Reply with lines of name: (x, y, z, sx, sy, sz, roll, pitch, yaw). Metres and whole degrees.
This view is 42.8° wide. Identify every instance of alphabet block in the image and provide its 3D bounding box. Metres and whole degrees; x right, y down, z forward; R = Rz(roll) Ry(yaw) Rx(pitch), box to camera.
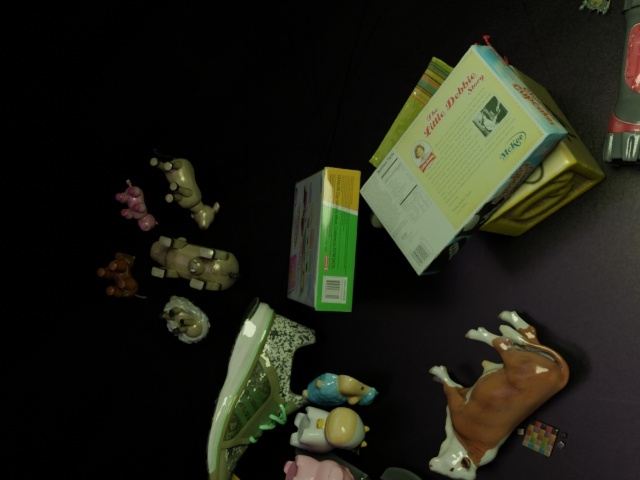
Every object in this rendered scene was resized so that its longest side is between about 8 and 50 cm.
alphabet block: (0.319, -0.141, 1.351, 0.192, 0.193, 0.197, -38, 68, 28)

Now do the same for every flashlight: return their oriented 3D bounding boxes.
flashlight: (0.512, -0.267, 1.285, 0.103, 0.103, 0.304, 8, 92, 35)

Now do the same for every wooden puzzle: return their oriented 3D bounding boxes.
wooden puzzle: (0.376, 0.336, 1.392, 0.083, 0.006, 0.049, 21, 98, 33)

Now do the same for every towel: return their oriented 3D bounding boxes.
towel: (0.188, -0.222, 1.546, 0.102, 0.021, 0.237, 42, 109, 29)

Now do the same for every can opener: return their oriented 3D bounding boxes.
can opener: (0.079, 0.451, 1.556, 0.280, 0.074, 0.093, 20, 63, 31)

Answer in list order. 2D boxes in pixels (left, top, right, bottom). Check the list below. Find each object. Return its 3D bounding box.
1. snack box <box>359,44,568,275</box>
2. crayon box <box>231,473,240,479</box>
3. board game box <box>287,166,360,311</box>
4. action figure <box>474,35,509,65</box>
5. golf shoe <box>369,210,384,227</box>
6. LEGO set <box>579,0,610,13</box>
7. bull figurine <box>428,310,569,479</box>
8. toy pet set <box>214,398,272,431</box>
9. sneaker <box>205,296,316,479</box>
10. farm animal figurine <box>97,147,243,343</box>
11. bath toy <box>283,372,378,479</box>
snack box: (0.207, -0.117, 1.263, 0.187, 0.060, 0.322, 57, 130, 24)
crayon box: (-0.175, 0.651, 1.693, 0.202, 0.081, 0.318, 35, 107, 31)
board game box: (0.000, 0.000, 1.509, 0.064, 0.316, 0.242, 4, 89, -11)
action figure: (0.317, -0.311, 1.462, 0.038, 0.030, 0.115, -34, 74, 33)
golf shoe: (0.173, -0.061, 1.517, 0.186, 0.067, 0.086, -30, 73, 28)
LEGO set: (0.465, -0.410, 1.378, 0.054, 0.023, 0.083, -9, 68, 31)
bull figurine: (0.283, 0.270, 1.402, 0.310, 0.101, 0.188, -47, 62, 22)
toy pet set: (-0.157, 0.336, 1.712, 0.114, 0.065, 0.122, 4, 88, 34)
sneaker: (-0.115, 0.329, 1.620, 0.182, 0.158, 0.410, 16, 89, -2)
farm animal figurine: (-0.303, 0.011, 1.783, 0.327, 0.172, 0.330, 33, 97, 18)
bath toy: (0.009, 0.423, 1.485, 0.151, 0.129, 0.348, -39, 30, 58)
